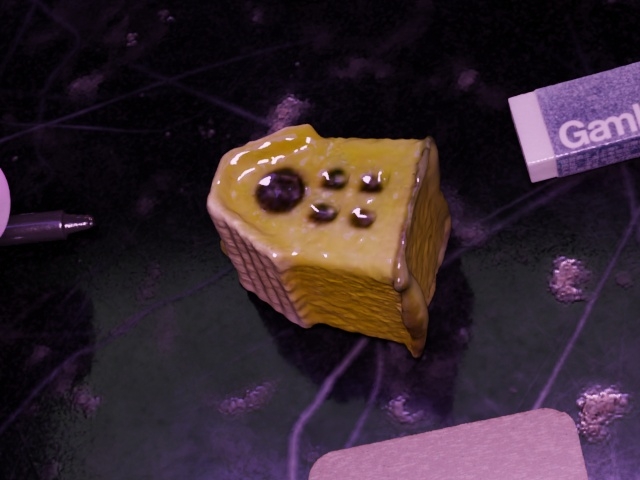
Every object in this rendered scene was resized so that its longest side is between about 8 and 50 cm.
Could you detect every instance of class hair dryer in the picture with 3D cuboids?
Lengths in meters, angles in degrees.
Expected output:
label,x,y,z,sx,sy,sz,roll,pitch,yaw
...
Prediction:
label,x,y,z,sx,sy,sz,roll,pitch,yaw
hair dryer,-0.368,-0.023,1.871,0.248,0.070,0.114,-8,61,3

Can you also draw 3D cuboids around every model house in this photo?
label,x,y,z,sx,sy,sz,roll,pitch,yaw
model house,0.000,0.000,1.707,0.234,0.193,0.175,3,66,13

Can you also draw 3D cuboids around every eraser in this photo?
label,x,y,z,sx,sy,sz,roll,pitch,yaw
eraser,0.309,-0.130,1.793,0.212,0.046,0.092,-14,60,5

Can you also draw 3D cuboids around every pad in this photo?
label,x,y,z,sx,sy,sz,roll,pitch,yaw
pad,0.126,0.260,1.648,0.266,0.002,0.176,-12,61,5

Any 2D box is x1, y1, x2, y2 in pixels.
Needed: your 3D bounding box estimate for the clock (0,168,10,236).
label,x,y,z,sx,sy,sz,roll,pitch,yaw
clock,-0.485,0.036,1.773,0.295,0.113,0.322,18,100,20
